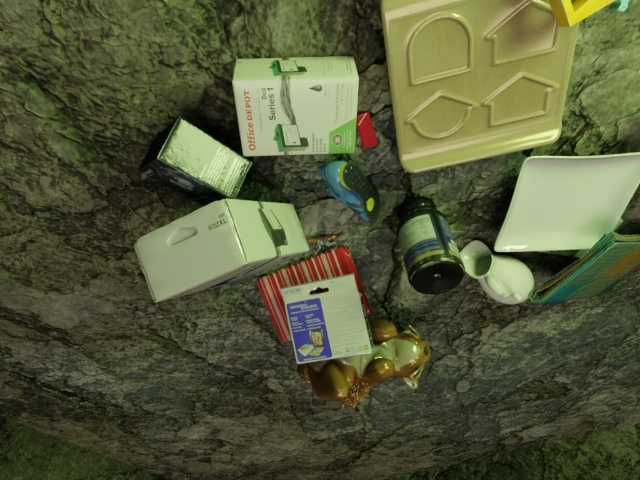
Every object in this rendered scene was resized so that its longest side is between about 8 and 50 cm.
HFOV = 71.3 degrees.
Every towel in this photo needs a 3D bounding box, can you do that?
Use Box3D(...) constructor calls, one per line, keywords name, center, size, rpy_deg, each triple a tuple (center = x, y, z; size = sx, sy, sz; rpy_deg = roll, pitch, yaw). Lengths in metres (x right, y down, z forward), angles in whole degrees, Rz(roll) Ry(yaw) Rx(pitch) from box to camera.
Box3D(name="towel", center=(0.754, 0.076, 1.191), size=(0.370, 0.040, 0.271), rpy_deg=(0, 140, -35))
Box3D(name="towel", center=(-0.019, 0.148, 1.205), size=(0.274, 0.031, 0.199), rpy_deg=(-21, 92, 16))

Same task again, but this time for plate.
Box3D(name="plate", center=(0.564, -0.088, 1.031), size=(0.277, 0.045, 0.277), rpy_deg=(-2, 132, 0))

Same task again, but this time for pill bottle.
Box3D(name="pill bottle", center=(0.243, 0.004, 1.021), size=(0.122, 0.219, 0.123), rpy_deg=(-2, 135, -2))

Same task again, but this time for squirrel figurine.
Box3D(name="squirrel figurine", center=(0.134, 0.363, 1.396), size=(0.370, 0.281, 0.397), rpy_deg=(6, 150, -25))

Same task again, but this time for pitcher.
Box3D(name="pitcher", center=(0.481, 0.108, 1.177), size=(0.207, 0.178, 0.125), rpy_deg=(28, 120, -28))

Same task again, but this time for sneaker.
Box3D(name="sneaker", center=(0.069, -0.110, 1.014), size=(0.082, 0.069, 0.209), rpy_deg=(7, 156, 37))

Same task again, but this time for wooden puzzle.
Box3D(name="wooden puzzle", center=(0.284, -0.313, 0.810), size=(0.322, 0.081, 0.348), rpy_deg=(-12, 130, 7))

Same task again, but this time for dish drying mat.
Box3D(name="dish drying mat", center=(0.094, -0.228, 0.924), size=(0.032, 0.008, 0.083), rpy_deg=(-16, 134, 10))

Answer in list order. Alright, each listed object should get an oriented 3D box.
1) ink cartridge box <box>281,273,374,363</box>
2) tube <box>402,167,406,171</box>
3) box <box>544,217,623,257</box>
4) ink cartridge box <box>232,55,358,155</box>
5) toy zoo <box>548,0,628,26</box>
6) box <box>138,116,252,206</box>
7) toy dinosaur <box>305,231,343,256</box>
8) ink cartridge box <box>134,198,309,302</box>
Box3D(name="ink cartridge box", center=(0.017, 0.203, 1.162), size=(0.206, 0.045, 0.208), rpy_deg=(-12, 91, 15))
Box3D(name="tube", center=(0.271, -0.200, 0.944), size=(0.207, 0.052, 0.080), rpy_deg=(-17, 141, 5))
Box3D(name="box", center=(0.653, -0.024, 1.157), size=(0.186, 0.038, 0.145), rpy_deg=(9, 133, -12))
Box3D(name="ink cartridge box", center=(-0.046, -0.247, 0.832), size=(0.219, 0.093, 0.160), rpy_deg=(-3, 135, -2))
Box3D(name="toy zoo", center=(0.389, -0.454, 0.631), size=(0.192, 0.030, 0.293), rpy_deg=(-40, 121, 5))
Box3D(name="box", center=(-0.247, -0.145, 0.870), size=(0.158, 0.093, 0.156), rpy_deg=(30, 163, -29))
Box3D(name="toy dinosaur", center=(0.000, 0.000, 1.142), size=(0.082, 0.047, 0.090), rpy_deg=(25, 96, -15))
Box3D(name="ink cartridge box", center=(-0.190, 0.015, 0.944), size=(0.223, 0.129, 0.307), rpy_deg=(-23, 175, 19))
